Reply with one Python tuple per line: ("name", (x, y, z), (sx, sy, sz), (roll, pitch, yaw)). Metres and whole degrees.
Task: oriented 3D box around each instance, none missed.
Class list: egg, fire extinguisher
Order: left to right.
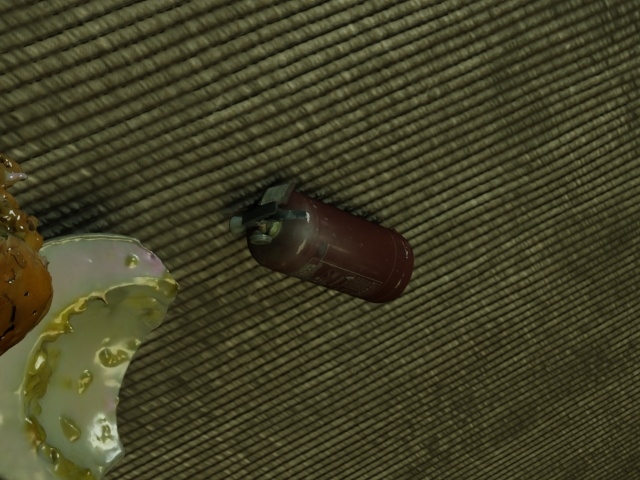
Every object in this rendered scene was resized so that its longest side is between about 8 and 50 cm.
("egg", (-0.277, 0.116, 1.324), (0.206, 0.162, 0.271), (15, 86, -17))
("fire extinguisher", (0.000, 0.000, 1.491), (0.269, 0.105, 0.105), (22, 112, -49))

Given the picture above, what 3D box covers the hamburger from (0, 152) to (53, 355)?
("hamburger", (-0.371, 0.026, 1.115), (0.260, 0.211, 0.245), (8, 128, -51))
